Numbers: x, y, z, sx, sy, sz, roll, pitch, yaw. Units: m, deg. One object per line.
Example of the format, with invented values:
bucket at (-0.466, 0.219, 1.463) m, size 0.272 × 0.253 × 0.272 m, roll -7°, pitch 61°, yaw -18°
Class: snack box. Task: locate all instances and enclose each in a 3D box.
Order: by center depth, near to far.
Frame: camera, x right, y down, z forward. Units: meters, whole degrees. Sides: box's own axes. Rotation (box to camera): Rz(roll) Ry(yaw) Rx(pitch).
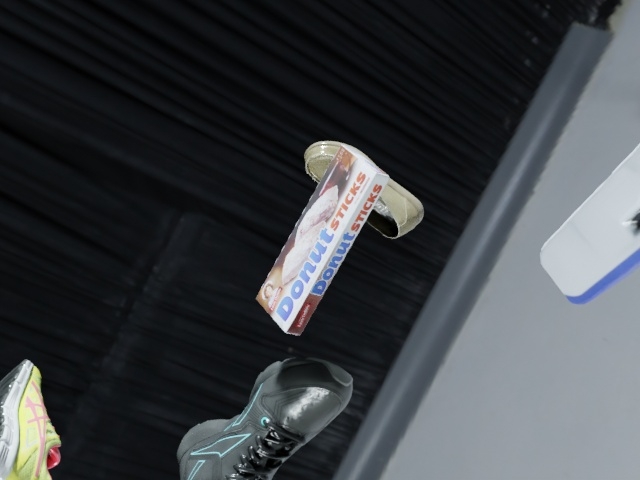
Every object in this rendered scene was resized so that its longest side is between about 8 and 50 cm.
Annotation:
snack box at (0.000, 0.000, 0.913) m, size 0.064 × 0.022 × 0.178 m, roll 43°, pitch 109°, yaw 45°

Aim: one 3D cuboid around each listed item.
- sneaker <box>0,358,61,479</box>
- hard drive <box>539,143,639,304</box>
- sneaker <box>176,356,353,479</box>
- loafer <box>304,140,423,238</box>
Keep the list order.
sneaker at (-0.328, 0.212, 1.046) m, size 0.081 × 0.094 × 0.208 m, roll -43°, pitch 24°, yaw 12°
hard drive at (0.269, -0.091, 0.463) m, size 0.319 × 0.210 × 0.040 m, roll -31°, pitch 76°, yaw -17°
sneaker at (-0.060, 0.222, 1.019) m, size 0.267 × 0.101 × 0.106 m, roll -42°, pitch 27°, yaw 33°
loafer at (0.044, -0.054, 1.033) m, size 0.056 × 0.148 × 0.050 m, roll -59°, pitch 0°, yaw 45°
